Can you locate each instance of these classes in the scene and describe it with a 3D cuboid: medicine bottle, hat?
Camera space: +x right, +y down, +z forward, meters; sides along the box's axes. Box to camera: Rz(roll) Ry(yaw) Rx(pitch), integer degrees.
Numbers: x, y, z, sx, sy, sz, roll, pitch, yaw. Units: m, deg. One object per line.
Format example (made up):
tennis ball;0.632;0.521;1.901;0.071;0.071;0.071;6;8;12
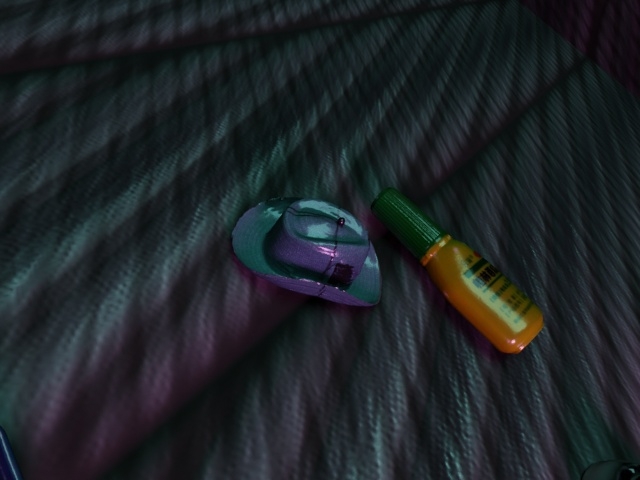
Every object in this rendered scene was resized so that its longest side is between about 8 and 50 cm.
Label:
medicine bottle;0.167;0.031;0.648;0.260;0.064;0.095;45;42;18
hat;0.000;0.000;0.565;0.191;0.078;0.138;19;40;-14

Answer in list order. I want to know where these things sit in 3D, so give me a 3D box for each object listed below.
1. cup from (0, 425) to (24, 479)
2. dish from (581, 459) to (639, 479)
cup;-0.238;0.138;0.259;0.176;0.131;0.155;32;24;-49
dish;0.341;0.275;0.492;0.141;0.078;0.141;17;41;-15
